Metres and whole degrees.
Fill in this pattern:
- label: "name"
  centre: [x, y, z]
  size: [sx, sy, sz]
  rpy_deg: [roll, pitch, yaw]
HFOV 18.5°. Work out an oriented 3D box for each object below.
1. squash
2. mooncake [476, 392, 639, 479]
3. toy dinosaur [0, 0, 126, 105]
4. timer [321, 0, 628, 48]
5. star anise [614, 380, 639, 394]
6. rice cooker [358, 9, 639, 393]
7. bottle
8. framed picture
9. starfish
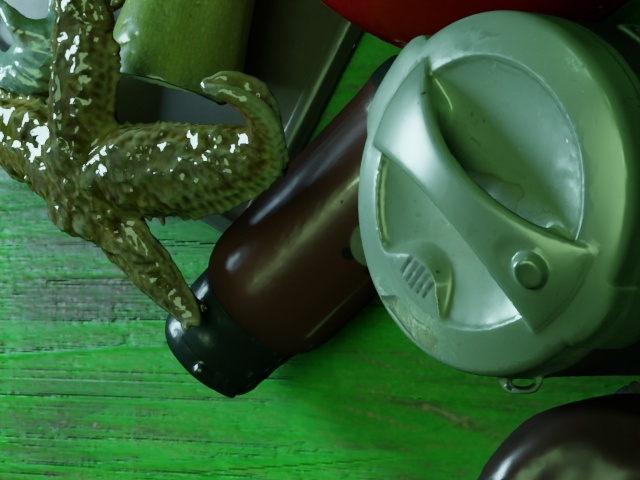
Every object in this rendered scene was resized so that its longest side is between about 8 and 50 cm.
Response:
- label: "squash"
  centre: [-0.107, -0.260, 1.804]
  size: [0.137, 0.137, 0.287]
  rpy_deg: [7, 76, 30]
- label: "mooncake"
  centre: [0.266, 0.269, 1.422]
  size: [0.333, 0.174, 0.326]
  rpy_deg: [-10, 92, 12]
- label: "toy dinosaur"
  centre: [-0.336, -0.145, 1.927]
  size: [0.205, 0.092, 0.393]
  rpy_deg: [35, 99, 24]
- label: "timer"
  centre: [0.130, -0.335, 1.604]
  size: [0.378, 0.279, 0.378]
  rpy_deg: [-4, 81, 26]
- label: "star anise"
  centre: [0.252, 0.225, 1.556]
  size: [0.236, 0.109, 0.223]
  rpy_deg: [-27, 93, 9]
- label: "rice cooker"
  centre: [0.188, -0.035, 1.482]
  size: [0.288, 0.277, 0.288]
  rpy_deg: [-5, 84, 47]
- label: "bottle"
  centre: [0.000, 0.000, 1.706]
  size: [0.336, 0.144, 0.144]
  rpy_deg: [-44, 65, 17]
- label: "framed picture"
  centre: [-0.160, -0.233, 1.898]
  size: [0.446, 0.028, 0.326]
  rpy_deg: [32, 99, 29]
- label: "starfish"
  centre: [-0.204, -0.127, 1.705]
  size: [0.432, 0.082, 0.324]
  rpy_deg: [46, 129, 30]
